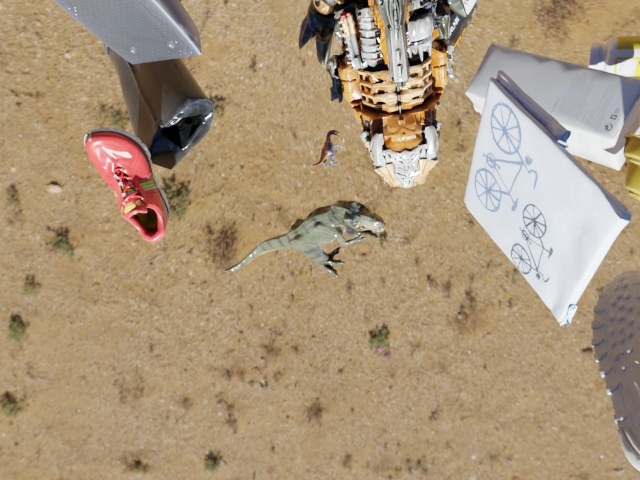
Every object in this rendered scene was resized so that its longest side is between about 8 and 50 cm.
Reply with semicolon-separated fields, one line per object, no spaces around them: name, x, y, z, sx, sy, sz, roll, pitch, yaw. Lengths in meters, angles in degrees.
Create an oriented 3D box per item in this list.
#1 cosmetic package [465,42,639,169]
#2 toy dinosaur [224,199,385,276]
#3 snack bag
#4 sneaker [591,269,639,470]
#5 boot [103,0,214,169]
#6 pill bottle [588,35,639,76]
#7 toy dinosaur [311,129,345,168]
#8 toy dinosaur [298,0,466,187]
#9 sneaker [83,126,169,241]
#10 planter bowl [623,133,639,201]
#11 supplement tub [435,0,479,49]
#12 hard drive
cosmetic package;0.584;-0.336;1.394;0.385;0.217;0.156;32;95;32
toy dinosaur;0.000;0.000;0.695;0.118;0.064;0.268;10;157;-39
snack bag;0.364;-0.065;0.953;0.037;0.343;0.323;-20;144;-12
sneaker;0.393;0.150;0.655;0.094;0.235;0.090;6;159;-14
boot;-0.356;-0.440;1.293;0.146;0.445;0.367;6;135;-39
pill bottle;0.817;-0.489;1.484;0.184;0.103;0.103;7;118;24
toy dinosaur;0.020;-0.200;1.199;0.047;0.090;0.082;-16;80;40
toy dinosaur;0.059;-0.215;0.462;0.164;0.218;0.322;12;108;1
sneaker;-0.380;-0.106;1.140;0.107;0.118;0.279;-20;136;3
planter bowl;0.614;-0.097;0.985;0.217;0.217;0.090;27;104;-12
supplement tub;0.267;-0.559;1.439;0.207;0.207;0.338;27;99;-12
hard drive;-0.300;-0.354;0.799;0.171;0.054;0.254;4;161;30
